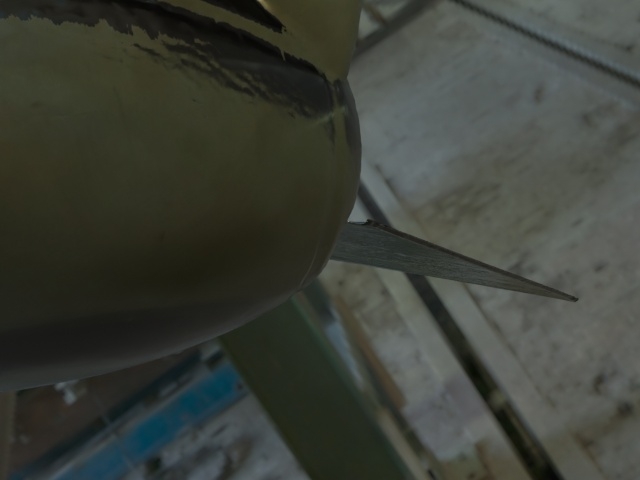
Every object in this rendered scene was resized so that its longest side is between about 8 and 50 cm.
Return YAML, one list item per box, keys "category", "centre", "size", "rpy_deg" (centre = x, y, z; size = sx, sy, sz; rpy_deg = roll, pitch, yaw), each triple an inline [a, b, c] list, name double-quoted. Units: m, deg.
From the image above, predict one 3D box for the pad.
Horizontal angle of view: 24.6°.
- category: "pad"
  centre: [0.000, 0.000, 0.973]
  size: [0.248, 0.007, 0.367]
  rpy_deg: [9, -5, 28]

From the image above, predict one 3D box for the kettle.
- category: "kettle"
  centre: [-0.126, -0.077, 0.622]
  size: [0.324, 0.321, 0.228]
  rpy_deg: [1, 33, -25]
